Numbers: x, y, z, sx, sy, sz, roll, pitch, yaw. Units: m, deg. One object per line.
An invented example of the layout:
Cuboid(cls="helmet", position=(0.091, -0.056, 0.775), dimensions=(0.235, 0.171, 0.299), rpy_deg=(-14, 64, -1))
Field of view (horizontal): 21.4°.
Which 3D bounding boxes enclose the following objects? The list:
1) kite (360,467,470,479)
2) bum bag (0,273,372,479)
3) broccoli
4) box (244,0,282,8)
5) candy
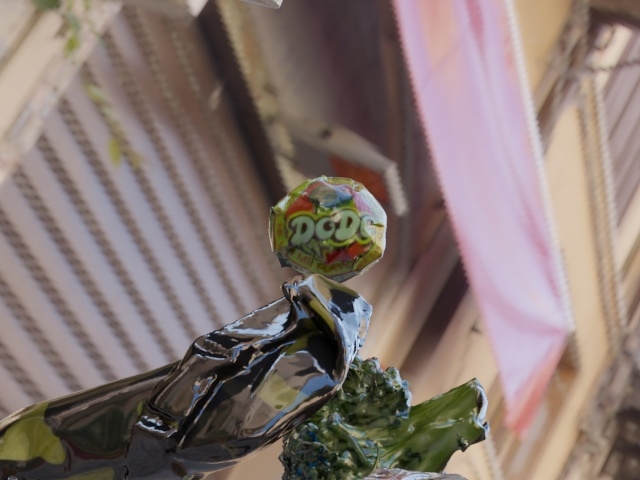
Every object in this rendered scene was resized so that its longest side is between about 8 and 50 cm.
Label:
Cuboid(cls="kite", position=(0.110, 0.163, 0.762), dimensions=(0.229, 0.016, 0.127), rpy_deg=(30, 19, 35))
Cuboid(cls="bum bag", position=(-0.086, 0.081, 0.728), dimensions=(0.232, 0.107, 0.060), rpy_deg=(-23, -80, 27))
Cuboid(cls="broccoli", position=(0.052, 0.156, 1.204), dimensions=(0.154, 0.160, 0.167), rpy_deg=(60, 12, -16))
Cuboid(cls="box", position=(-0.186, -0.235, 1.042), dimensions=(0.265, 0.048, 0.273), rpy_deg=(21, -5, 45))
Cuboid(cls="candy", position=(0.000, 0.000, 1.413), dimensions=(0.091, 0.083, 0.305), rpy_deg=(5, -4, -2))
